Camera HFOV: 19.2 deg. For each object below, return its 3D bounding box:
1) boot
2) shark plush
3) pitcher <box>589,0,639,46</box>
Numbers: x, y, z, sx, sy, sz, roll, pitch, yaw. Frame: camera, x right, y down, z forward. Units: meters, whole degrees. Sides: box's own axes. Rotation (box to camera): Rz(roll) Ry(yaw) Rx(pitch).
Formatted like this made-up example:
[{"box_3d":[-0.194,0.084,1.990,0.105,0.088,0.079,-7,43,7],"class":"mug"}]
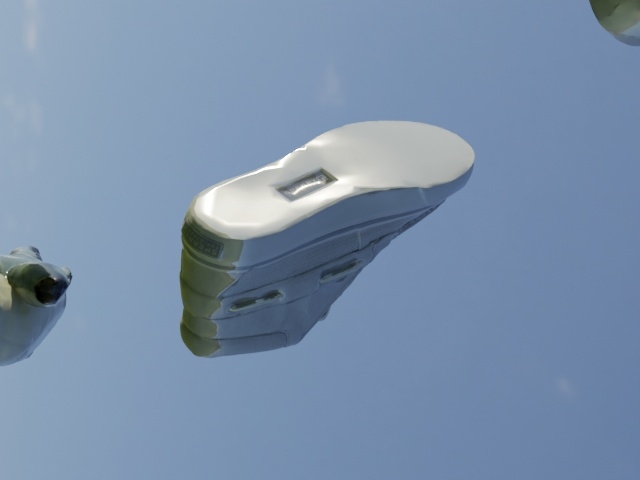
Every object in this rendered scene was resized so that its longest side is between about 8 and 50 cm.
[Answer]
[{"box_3d":[0.000,0.000,1.395,0.095,0.258,0.123,43,-43,35],"class":"boot"},{"box_3d":[-0.136,0.011,0.797,0.073,0.067,0.161,-54,-179,20],"class":"shark plush"},{"box_3d":[0.268,-0.166,1.149,0.178,0.125,0.207,-48,-158,8],"class":"pitcher"}]
